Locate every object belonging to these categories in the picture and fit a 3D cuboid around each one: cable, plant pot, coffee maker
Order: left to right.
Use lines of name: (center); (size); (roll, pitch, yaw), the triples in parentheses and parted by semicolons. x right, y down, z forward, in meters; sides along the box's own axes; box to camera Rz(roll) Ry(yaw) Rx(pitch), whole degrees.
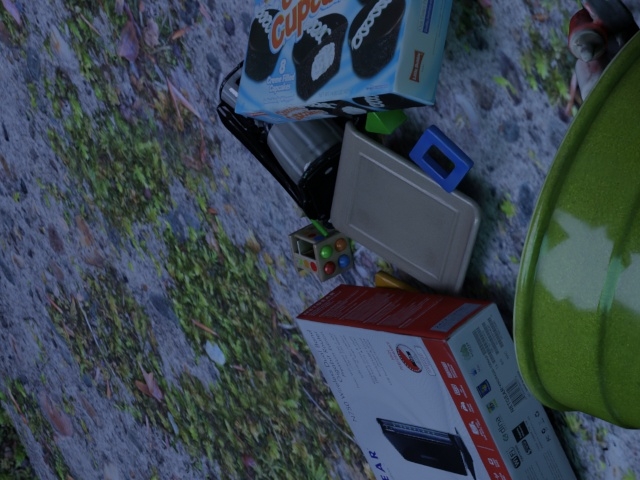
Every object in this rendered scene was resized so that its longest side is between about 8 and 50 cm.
coffee maker: (-0.036, -0.116, 2.181); (0.178, 0.120, 0.171); (49, 148, 26)
cable: (0.231, -0.192, 1.592); (0.139, 0.072, 0.287); (57, -170, -25)
plant pot: (0.399, 0.036, 1.431); (0.353, 0.366, 0.366); (25, 134, 33)

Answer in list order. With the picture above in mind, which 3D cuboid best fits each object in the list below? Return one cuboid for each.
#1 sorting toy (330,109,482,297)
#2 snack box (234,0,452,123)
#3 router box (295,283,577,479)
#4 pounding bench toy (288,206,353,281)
sorting toy: (0.101, -0.034, 2.071); (0.196, 0.047, 0.347); (36, 147, 18)
snack box: (0.025, -0.231, 1.966); (0.322, 0.060, 0.187); (-1, 76, 58)
router box: (0.148, 0.220, 2.139); (0.301, 0.082, 0.335); (4, 125, 56)
pounding bench toy: (0.000, 0.000, 2.280); (0.065, 0.052, 0.083); (20, 129, 50)
